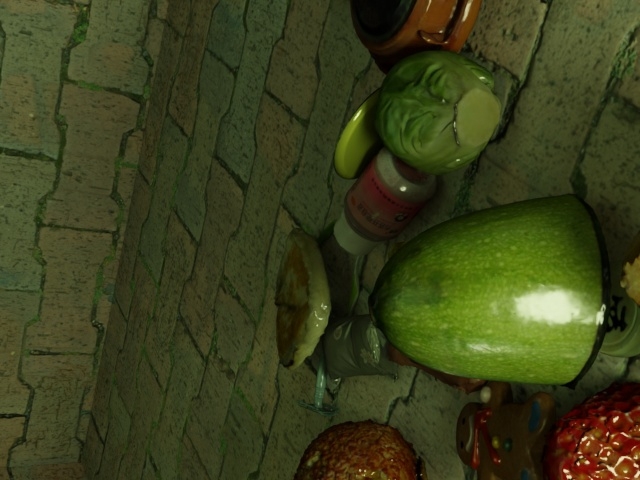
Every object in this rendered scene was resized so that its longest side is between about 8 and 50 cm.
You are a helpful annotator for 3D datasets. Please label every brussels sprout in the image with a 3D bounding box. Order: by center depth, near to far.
[{"bbox_3d":[0.213,-0.235,1.590,0.244,0.244,0.244,-11,77,59],"label":"brussels sprout"}]

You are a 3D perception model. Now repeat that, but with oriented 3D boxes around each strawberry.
[{"bbox_3d":[0.391,0.307,1.253,0.234,0.178,0.233,-31,53,54],"label":"strawberry"}]

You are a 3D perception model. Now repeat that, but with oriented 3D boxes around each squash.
[{"bbox_3d":[0.234,0.067,1.342,0.310,0.309,0.310,-175,90,-80],"label":"squash"}]

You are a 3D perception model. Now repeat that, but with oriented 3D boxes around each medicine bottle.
[{"bbox_3d":[0.125,-0.076,1.786,0.247,0.147,0.147,-52,44,44],"label":"medicine bottle"}]

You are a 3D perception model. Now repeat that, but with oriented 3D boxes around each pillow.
[{"bbox_3d":[0.078,0.232,1.900,0.255,0.059,0.169,-19,76,54],"label":"pillow"}]

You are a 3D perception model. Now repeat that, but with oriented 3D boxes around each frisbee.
[{"bbox_3d":[0.114,-0.218,1.750,0.017,0.236,0.236,40,125,25],"label":"frisbee"}]

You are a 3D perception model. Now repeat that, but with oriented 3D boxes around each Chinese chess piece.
[{"bbox_3d":[0.443,0.101,1.294,0.144,0.058,0.144,-13,74,60],"label":"Chinese chess piece"}]

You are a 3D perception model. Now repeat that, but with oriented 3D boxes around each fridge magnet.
[{"bbox_3d":[0.183,-0.496,1.716,0.364,0.155,0.363,-9,80,58],"label":"fridge magnet"}]

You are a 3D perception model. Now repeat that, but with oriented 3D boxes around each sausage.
[{"bbox_3d":[0.223,0.230,1.651,0.304,0.078,0.078,16,100,61],"label":"sausage"}]

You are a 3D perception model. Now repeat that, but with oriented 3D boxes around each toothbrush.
[{"bbox_3d":[0.072,0.123,1.970,0.022,0.026,0.263,32,114,49],"label":"toothbrush"}]

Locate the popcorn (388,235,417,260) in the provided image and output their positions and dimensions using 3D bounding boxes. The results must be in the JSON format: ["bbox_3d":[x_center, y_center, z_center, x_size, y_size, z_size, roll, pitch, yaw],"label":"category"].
[{"bbox_3d":[0.219,0.076,1.598,0.226,0.200,0.203,81,-162,-49],"label":"popcorn"}]

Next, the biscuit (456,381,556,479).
[{"bbox_3d":[0.293,0.337,1.459,0.324,0.049,0.205,170,108,-78],"label":"biscuit"}]

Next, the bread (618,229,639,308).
[{"bbox_3d":[0.549,0.067,0.990,0.314,0.192,0.370,-59,44,31],"label":"bread"}]

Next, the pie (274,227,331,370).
[{"bbox_3d":[-0.049,0.140,2.072,0.339,0.077,0.339,-172,90,-75],"label":"pie"}]

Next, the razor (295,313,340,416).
[{"bbox_3d":[0.005,0.286,2.042,0.106,0.068,0.232,2,84,60],"label":"razor"}]

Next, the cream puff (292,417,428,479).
[{"bbox_3d":[0.058,0.523,1.754,0.350,0.229,0.350,-17,71,61],"label":"cream puff"}]

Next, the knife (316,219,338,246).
[{"bbox_3d":[0.000,0.000,2.115,0.184,0.022,0.026,-48,21,48],"label":"knife"}]
